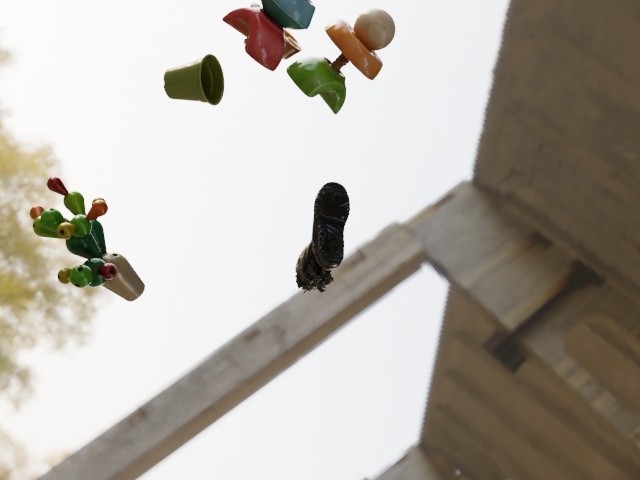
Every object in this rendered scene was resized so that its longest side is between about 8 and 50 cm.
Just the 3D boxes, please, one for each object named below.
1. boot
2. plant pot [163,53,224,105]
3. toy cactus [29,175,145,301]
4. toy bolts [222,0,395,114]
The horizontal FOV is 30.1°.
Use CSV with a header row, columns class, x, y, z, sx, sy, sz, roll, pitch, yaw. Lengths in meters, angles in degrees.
class,x,y,z,sx,sy,sz,roll,pitch,yaw
boot,0.001,0.000,1.468,0.099,0.045,0.121,128,-33,-61
plant pot,-0.209,-0.256,1.922,0.079,0.083,0.083,-2,-53,23
toy cactus,-0.296,0.007,1.578,0.180,0.112,0.219,48,0,-34
toy bolts,-0.021,-0.320,1.670,0.218,0.158,0.228,53,16,29
